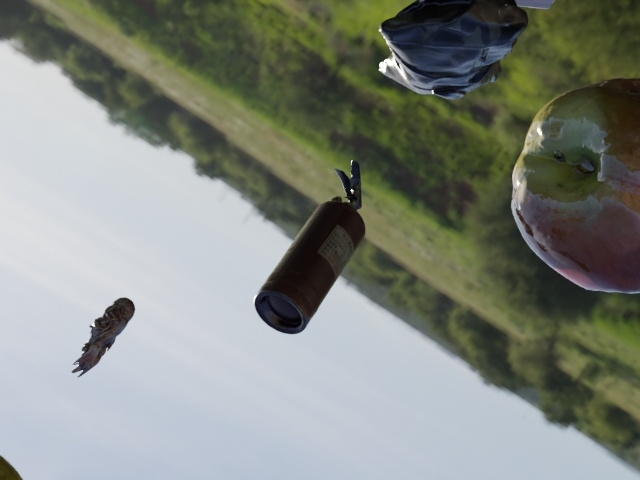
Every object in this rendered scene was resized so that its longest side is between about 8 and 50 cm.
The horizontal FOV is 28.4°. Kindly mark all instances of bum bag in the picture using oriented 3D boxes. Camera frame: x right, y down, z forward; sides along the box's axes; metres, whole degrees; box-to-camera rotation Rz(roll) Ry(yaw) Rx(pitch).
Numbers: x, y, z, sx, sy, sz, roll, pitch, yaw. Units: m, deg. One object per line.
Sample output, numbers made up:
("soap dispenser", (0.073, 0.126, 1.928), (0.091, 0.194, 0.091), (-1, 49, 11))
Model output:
("bum bag", (0.135, -0.205, 1.370), (0.144, 0.095, 0.340), (-4, 179, 2))

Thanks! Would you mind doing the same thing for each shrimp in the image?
("shrimp", (-0.215, 0.095, 1.241), (0.029, 0.092, 0.038), (30, 175, 6))

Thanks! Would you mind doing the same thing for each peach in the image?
("peach", (0.309, -0.054, 1.246), (0.235, 0.214, 0.214), (7, -159, -47))

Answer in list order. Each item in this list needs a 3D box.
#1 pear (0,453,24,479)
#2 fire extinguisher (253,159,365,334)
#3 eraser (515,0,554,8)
("pear", (-0.591, 0.457, 2.056), (0.253, 0.253, 0.307), (35, 147, 58))
("fire extinguisher", (0.000, 0.000, 1.517), (0.071, 0.231, 0.099), (9, 137, 30))
("eraser", (0.082, -0.341, 1.347), (0.397, 0.082, 0.213), (6, 166, -4))
